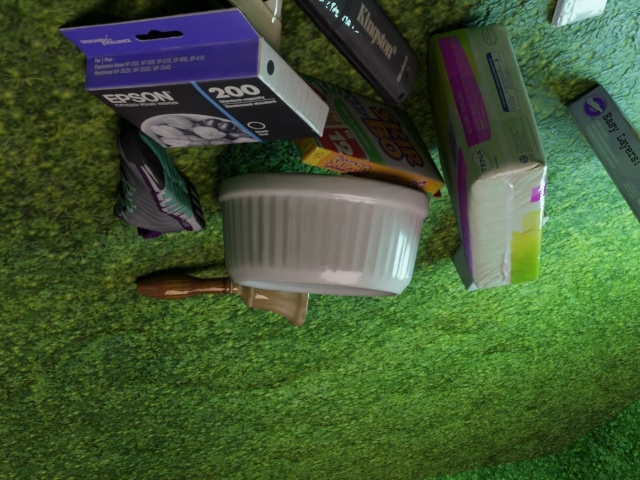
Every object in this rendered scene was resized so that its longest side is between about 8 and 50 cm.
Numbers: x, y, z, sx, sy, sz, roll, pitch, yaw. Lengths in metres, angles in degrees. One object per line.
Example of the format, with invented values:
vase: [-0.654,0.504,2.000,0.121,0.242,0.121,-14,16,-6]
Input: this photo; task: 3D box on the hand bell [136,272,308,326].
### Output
hand bell: [-0.148,0.065,1.413,0.242,0.126,0.126,1,147,-14]

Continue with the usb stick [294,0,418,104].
usb stick: [0.039,-0.230,1.025,0.045,0.077,0.278,5,165,28]

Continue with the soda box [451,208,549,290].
soda box: [0.298,-0.003,1.608,0.069,0.074,0.216,-10,150,-22]

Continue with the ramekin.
ramekin: [0.000,0.000,1.216,0.273,0.127,0.273,4,174,0]

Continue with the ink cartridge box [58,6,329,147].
ink cartridge box: [-0.126,-0.156,0.972,0.206,0.045,0.208,0,161,25]

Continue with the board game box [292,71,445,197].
board game box: [0.055,-0.125,1.163,0.039,0.124,0.259,-40,147,28]

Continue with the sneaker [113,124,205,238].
sneaker: [-0.214,-0.054,1.146,0.098,0.083,0.224,-19,153,4]

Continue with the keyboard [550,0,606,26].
keyboard: [0.322,-0.341,1.100,0.072,0.014,0.256,-22,153,-11]

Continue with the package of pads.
package of pads: [0.207,-0.102,1.206,0.101,0.229,0.296,-12,150,3]

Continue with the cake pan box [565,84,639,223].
cake pan box: [0.486,-0.081,1.423,0.070,0.246,0.267,-33,150,21]

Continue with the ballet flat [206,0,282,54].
ballet flat: [-0.079,-0.248,0.910,0.086,0.086,0.248,-27,151,9]
